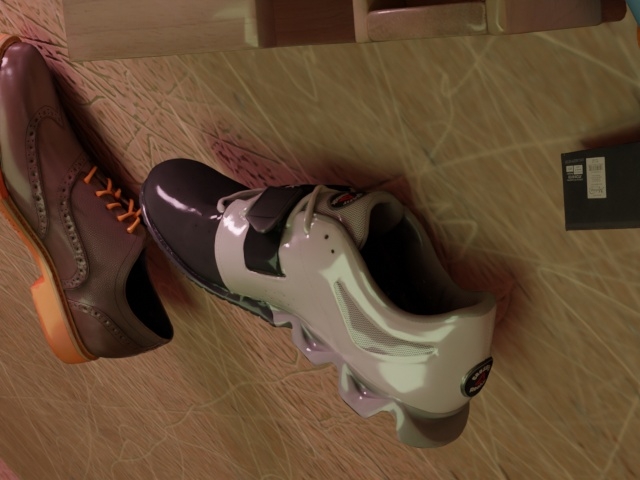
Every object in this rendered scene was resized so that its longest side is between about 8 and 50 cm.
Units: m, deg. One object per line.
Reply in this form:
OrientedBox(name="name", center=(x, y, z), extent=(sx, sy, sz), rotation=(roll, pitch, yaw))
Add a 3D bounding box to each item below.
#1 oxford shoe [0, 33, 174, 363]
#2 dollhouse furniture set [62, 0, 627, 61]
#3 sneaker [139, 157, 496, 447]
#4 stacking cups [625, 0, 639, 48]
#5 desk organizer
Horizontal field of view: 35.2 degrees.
OrientedBox(name="oxford shoe", center=(-0.239, -0.039, 1.027), extent=(0.132, 0.130, 0.364), rotation=(-4, 121, 13))
OrientedBox(name="dollhouse furniture set", center=(0.012, -0.247, 0.480), extent=(0.286, 0.198, 0.303), rotation=(6, 105, 40))
OrientedBox(name="sneaker", center=(0.000, 0.000, 0.774), extent=(0.330, 0.122, 0.146), rotation=(34, 129, 22))
OrientedBox(name="stacking cups", center=(0.139, -0.113, 0.363), extent=(0.096, 0.096, 0.316), rotation=(11, 156, 44))
OrientedBox(name="desk organizer", center=(0.190, -0.031, 0.548), extent=(0.130, 0.050, 0.047), rotation=(179, 88, -69))
